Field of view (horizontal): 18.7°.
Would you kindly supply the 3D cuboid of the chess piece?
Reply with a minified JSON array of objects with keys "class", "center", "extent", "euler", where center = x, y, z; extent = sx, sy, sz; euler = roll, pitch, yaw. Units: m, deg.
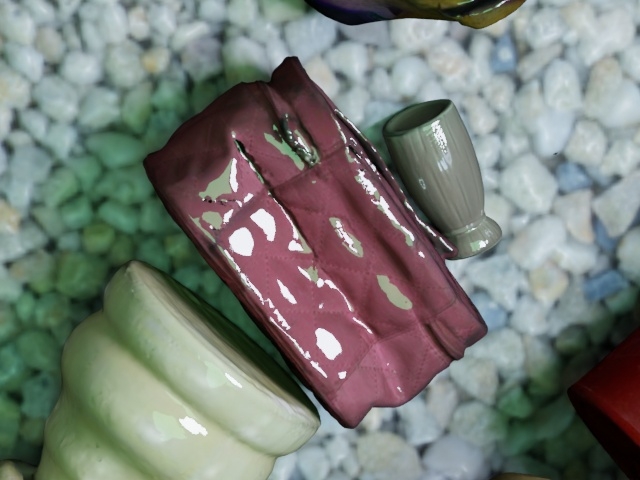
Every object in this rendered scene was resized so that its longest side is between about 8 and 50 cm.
[{"class":"chess piece","center":[-0.152,0.174,1.216],"extent":[0.167,0.167,0.300],"euler":[39,93,-17]}]

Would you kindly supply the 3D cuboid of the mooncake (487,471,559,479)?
[{"class":"mooncake","center":[0.156,0.308,1.221],"extent":[0.324,0.324,0.187],"euler":[45,45,-17]}]

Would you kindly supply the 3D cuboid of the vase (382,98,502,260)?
[{"class":"vase","center":[0.082,-0.039,1.283],"extent":[0.053,0.053,0.101],"euler":[-27,109,-8]}]

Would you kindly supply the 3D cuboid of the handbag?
[{"class":"handbag","center":[0.000,0.000,1.223],"extent":[0.135,0.146,0.225],"euler":[-36,106,1]}]

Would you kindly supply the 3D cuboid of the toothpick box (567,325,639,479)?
[{"class":"toothpick box","center":[0.353,0.064,1.290],"extent":[0.333,0.204,0.204],"euler":[-41,106,-3]}]

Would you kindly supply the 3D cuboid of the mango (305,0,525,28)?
[{"class":"mango","center":[0.052,-0.270,1.181],"extent":[0.201,0.152,0.287],"euler":[3,100,-19]}]
